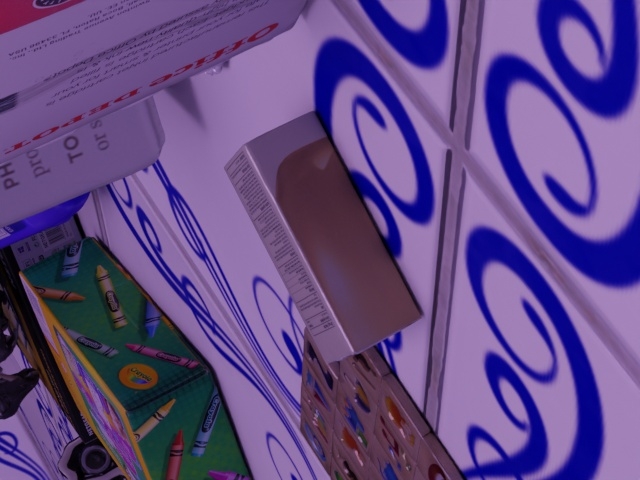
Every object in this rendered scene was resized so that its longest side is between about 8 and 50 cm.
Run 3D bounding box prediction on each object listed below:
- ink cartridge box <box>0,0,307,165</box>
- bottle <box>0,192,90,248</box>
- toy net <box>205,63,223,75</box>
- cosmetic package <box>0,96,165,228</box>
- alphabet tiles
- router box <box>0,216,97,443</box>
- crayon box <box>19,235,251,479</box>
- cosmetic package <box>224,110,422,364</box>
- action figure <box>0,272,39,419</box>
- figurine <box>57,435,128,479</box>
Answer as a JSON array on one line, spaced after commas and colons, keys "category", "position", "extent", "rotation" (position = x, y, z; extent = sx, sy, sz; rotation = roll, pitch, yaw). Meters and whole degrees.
[{"category": "ink cartridge box", "position": [-0.081, -0.126, 0.631], "extent": [0.100, 0.172, 0.237], "rotation": [62, 164, 5]}, {"category": "bottle", "position": [-0.334, -0.029, 1.438], "extent": [0.118, 0.283, 0.092], "rotation": [66, -153, -5]}, {"category": "toy net", "position": [-0.110, -0.184, 0.865], "extent": [0.122, 0.045, 0.232], "rotation": [42, 154, 52]}, {"category": "cosmetic package", "position": [-0.359, -0.172, 0.996], "extent": [0.329, 0.393, 0.327], "rotation": [51, 161, 52]}, {"category": "alphabet tiles", "position": [0.042, 0.143, 0.982], "extent": [0.198, 0.009, 0.237], "rotation": [56, 163, 24]}, {"category": "router box", "position": [-0.298, 0.022, 1.728], "extent": [0.243, 0.081, 0.309], "rotation": [43, 154, 51]}, {"category": "crayon box", "position": [-0.162, 0.131, 1.472], "extent": [0.278, 0.081, 0.165], "rotation": [41, 154, 53]}, {"category": "cosmetic package", "position": [0.000, 0.000, 0.821], "extent": [0.115, 0.041, 0.060], "rotation": [63, 164, 1]}, {"category": "action figure", "position": [-0.367, 0.090, 1.653], "extent": [0.164, 0.141, 0.276], "rotation": [56, 166, 26]}, {"category": "figurine", "position": [-0.218, 0.343, 2.014], "extent": [0.215, 0.092, 0.209], "rotation": [57, 171, 18]}]
